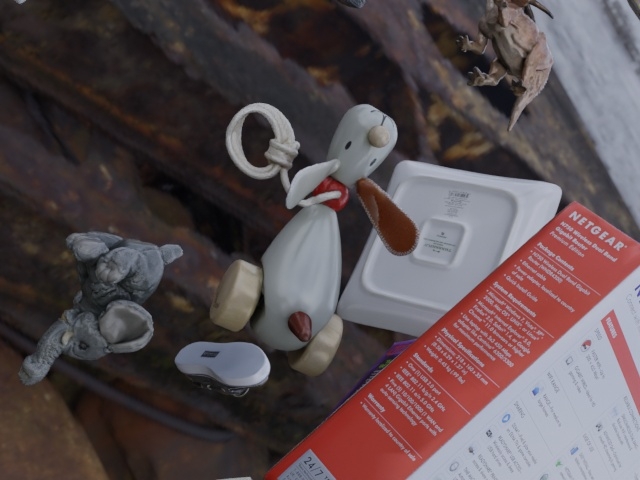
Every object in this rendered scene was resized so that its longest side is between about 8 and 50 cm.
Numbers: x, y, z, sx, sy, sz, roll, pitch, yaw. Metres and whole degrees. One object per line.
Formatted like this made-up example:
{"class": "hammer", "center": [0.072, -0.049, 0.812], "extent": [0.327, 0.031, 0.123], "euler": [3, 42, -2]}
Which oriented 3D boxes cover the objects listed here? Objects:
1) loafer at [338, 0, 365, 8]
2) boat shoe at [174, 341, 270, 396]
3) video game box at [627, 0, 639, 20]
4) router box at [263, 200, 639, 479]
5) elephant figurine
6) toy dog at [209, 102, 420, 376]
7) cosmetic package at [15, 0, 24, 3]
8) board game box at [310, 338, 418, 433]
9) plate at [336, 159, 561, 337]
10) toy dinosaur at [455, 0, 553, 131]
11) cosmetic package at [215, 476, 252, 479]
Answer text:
{"class": "loafer", "center": [-0.005, -0.348, 1.324], "extent": [0.170, 0.061, 0.062], "euler": [43, 58, -37]}
{"class": "boat shoe", "center": [-0.149, 0.216, 1.727], "extent": [0.080, 0.228, 0.076], "euler": [-48, 119, -33]}
{"class": "video game box", "center": [0.416, -0.238, 1.026], "extent": [0.048, 0.205, 0.187], "euler": [48, 21, -44]}
{"class": "router box", "center": [0.157, 0.183, 0.839], "extent": [0.082, 0.301, 0.335], "euler": [42, -10, 45]}
{"class": "elephant figurine", "center": [-0.345, 0.114, 1.690], "extent": [0.169, 0.186, 0.239], "euler": [-43, 145, -80]}
{"class": "toy dog", "center": [0.000, 0.000, 1.245], "extent": [0.161, 0.220, 0.333], "euler": [-166, -99, -69]}
{"class": "cosmetic package", "center": [-0.411, -0.455, 1.441], "extent": [0.151, 0.183, 0.151], "euler": [37, 60, 11]}
{"class": "board game box", "center": [0.119, 0.188, 1.275], "extent": [0.056, 0.347, 0.208], "euler": [46, 66, -10]}
{"class": "plate", "center": [0.179, 0.010, 1.565], "extent": [0.045, 0.277, 0.278], "euler": [47, 61, -52]}
{"class": "toy dinosaur", "center": [0.347, -0.350, 1.861], "extent": [0.200, 0.127, 0.295], "euler": [-28, 104, -41]}
{"class": "cosmetic package", "center": [-0.089, 0.313, 1.125], "extent": [0.060, 0.041, 0.115], "euler": [78, 8, -45]}
